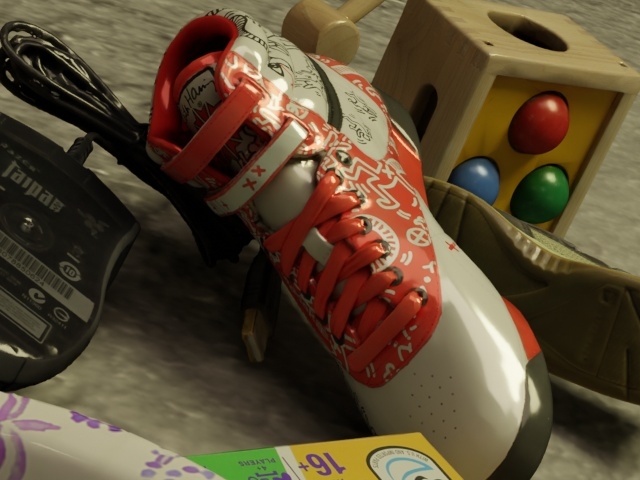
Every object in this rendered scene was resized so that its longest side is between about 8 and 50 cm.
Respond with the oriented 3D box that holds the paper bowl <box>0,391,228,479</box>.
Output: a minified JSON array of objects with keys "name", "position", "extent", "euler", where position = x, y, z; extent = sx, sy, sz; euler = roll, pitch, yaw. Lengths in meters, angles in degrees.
[{"name":"paper bowl","position":[-0.101,0.165,0.274],"extent":[0.284,0.148,0.284],"euler":[7,35,-5]}]

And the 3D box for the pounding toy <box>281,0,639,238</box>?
[{"name":"pounding toy","position":[0.080,-0.089,0.939],"extent":[0.206,0.181,0.094],"euler":[3,32,-37]}]

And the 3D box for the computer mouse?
[{"name":"computer mouse","position":[-0.104,0.017,0.732],"extent":[0.184,0.060,0.262],"euler":[37,25,-15]}]

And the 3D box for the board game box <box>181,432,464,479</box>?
[{"name":"board game box","position":[0.024,0.187,0.482],"extent":[0.242,0.064,0.316],"euler":[0,34,-41]}]

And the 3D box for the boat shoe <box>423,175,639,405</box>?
[{"name":"boat shoe","position":[0.101,0.029,0.861],"extent":[0.223,0.080,0.073],"euler":[22,-4,19]}]

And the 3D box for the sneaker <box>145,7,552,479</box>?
[{"name":"sneaker","position":[-0.001,0.000,0.740],"extent":[0.145,0.090,0.270],"euler":[26,29,-36]}]
